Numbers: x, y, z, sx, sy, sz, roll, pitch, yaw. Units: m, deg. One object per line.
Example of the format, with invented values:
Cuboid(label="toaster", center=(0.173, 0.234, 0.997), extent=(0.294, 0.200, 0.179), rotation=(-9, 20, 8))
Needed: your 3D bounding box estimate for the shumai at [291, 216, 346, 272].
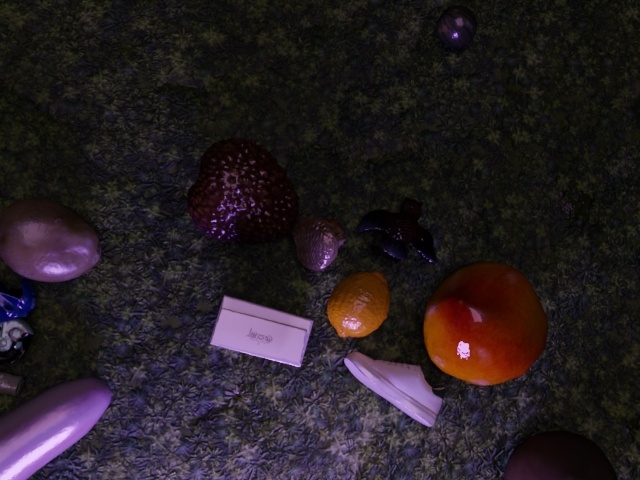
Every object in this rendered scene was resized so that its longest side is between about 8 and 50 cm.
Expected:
Cuboid(label="shumai", center=(0.003, 0.000, 1.448), extent=(0.116, 0.146, 0.145), rotation=(-19, 80, -52))

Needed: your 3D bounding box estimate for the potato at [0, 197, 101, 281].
Cuboid(label="potato", center=(-0.624, 0.002, 1.347), extent=(0.235, 0.160, 0.177), rotation=(13, 117, -18))

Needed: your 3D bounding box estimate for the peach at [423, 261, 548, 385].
Cuboid(label="peach", center=(0.373, 0.196, 1.349), extent=(0.289, 0.308, 0.288), rotation=(0, 90, 8))

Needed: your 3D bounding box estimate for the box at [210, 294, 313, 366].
Cuboid(label="box", center=(-0.130, 0.200, 1.312), extent=(0.195, 0.260, 0.110), rotation=(16, 83, -2))

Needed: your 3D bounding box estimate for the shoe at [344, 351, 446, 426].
Cuboid(label="shoe", center=(0.184, 0.330, 1.415), extent=(0.265, 0.095, 0.110), rotation=(39, 73, -4))

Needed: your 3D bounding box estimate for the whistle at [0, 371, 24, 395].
Cuboid(label="whistle", center=(-0.803, 0.298, 1.319), extent=(0.258, 0.067, 0.125), rotation=(15, 78, -8))

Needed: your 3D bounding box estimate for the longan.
Cuboid(label="longan", center=(0.548, 0.563, 1.341), extent=(0.258, 0.258, 0.257), rotation=(1, 80, -6))

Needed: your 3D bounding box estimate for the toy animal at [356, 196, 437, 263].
Cuboid(label="toy animal", center=(0.208, -0.031, 1.463), extent=(0.219, 0.116, 0.179), rotation=(25, 79, 5))

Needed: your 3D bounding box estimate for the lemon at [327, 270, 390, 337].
Cuboid(label="lemon", center=(0.096, 0.149, 1.407), extent=(0.142, 0.142, 0.187), rotation=(39, 73, 1))

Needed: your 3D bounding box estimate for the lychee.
Cuboid(label="lychee", center=(-0.172, -0.101, 1.375), extent=(0.272, 0.271, 0.271), rotation=(1, 80, -6))

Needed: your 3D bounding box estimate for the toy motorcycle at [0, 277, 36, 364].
Cuboid(label="toy motorcycle", center=(-0.783, 0.129, 1.326), extent=(0.331, 0.125, 0.196), rotation=(33, 76, -3))

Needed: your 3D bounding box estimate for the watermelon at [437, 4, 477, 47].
Cuboid(label="watermelon", center=(0.376, -0.568, 1.589), extent=(0.133, 0.105, 0.105), rotation=(44, 77, -21))

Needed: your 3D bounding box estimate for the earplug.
Cuboid(label="earplug", center=(-0.601, 0.403, 1.283), extent=(0.301, 0.172, 0.172), rotation=(-34, 85, -17))
